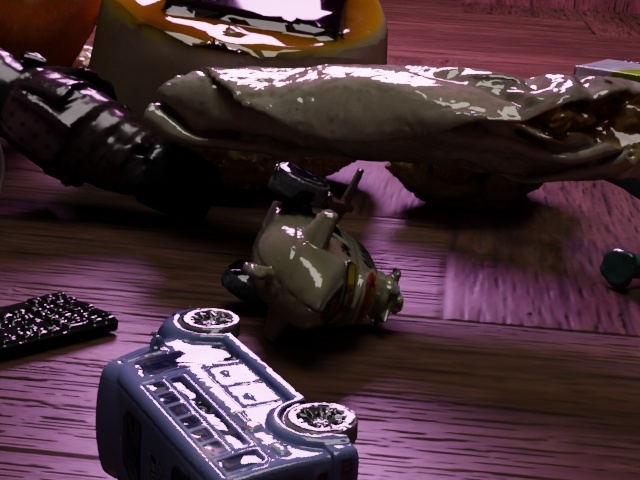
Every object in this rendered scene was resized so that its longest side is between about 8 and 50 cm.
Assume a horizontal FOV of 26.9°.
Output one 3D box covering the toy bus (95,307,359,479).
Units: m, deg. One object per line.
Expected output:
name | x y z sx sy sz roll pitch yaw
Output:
toy bus | -0.046 0.086 0.570 0.076 0.073 0.167 -7 19 -27

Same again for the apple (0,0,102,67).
apple | -0.348 -0.235 1.220 0.275 0.299 0.299 -8 8 29

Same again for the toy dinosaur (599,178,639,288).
toy dinosaur | 0.376 -0.005 0.990 0.331 0.129 0.383 6 10 -34

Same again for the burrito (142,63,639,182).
burrito | 0.055 -0.084 0.935 0.392 0.076 0.117 6 11 25

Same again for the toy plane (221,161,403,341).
toy plane | 0.000 0.000 0.882 0.108 0.092 0.286 23 14 -9

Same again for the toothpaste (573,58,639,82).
toothpaste | 0.457 -0.155 1.558 0.337 0.067 0.081 17 23 40

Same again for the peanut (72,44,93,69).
peanut | -0.216 -0.154 1.355 0.194 0.093 0.083 5 41 14

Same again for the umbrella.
umbrella | -0.223 -0.105 1.050 0.326 0.094 0.090 25 -4 4

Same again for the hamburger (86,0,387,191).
hamburger | -0.072 -0.152 1.203 0.276 0.179 0.294 7 35 -2

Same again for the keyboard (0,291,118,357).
keyboard | -0.212 0.057 0.749 0.061 0.013 0.204 19 22 42

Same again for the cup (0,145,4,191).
cup | -0.323 -0.056 0.975 0.133 0.099 0.136 18 20 39

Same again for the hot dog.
hot dog | 0.140 -0.075 1.156 0.146 0.103 0.213 -13 -1 24
